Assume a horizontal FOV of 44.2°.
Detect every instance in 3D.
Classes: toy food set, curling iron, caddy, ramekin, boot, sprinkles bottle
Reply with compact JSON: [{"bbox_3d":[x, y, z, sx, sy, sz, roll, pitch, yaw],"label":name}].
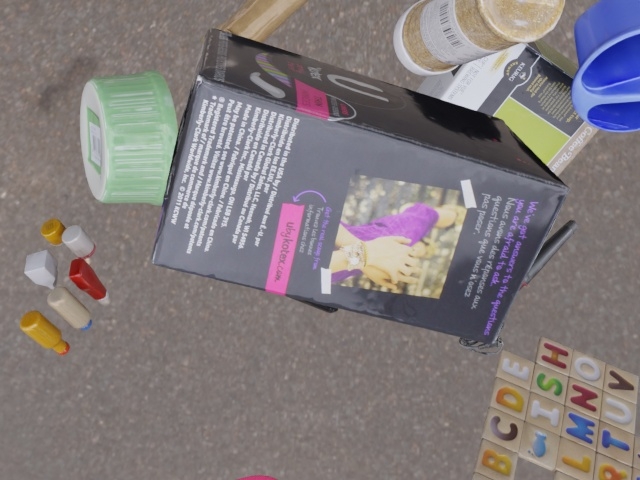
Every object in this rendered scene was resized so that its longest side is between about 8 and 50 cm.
[{"bbox_3d":[-0.438,0.075,1.374,0.111,0.232,0.104,-16,140,9],"label":"toy food set"},{"bbox_3d":[0.310,0.071,1.207,0.068,0.274,0.035,30,159,38],"label":"curling iron"},{"bbox_3d":[0.616,-0.321,1.411,0.341,0.179,0.241,-14,139,16],"label":"caddy"},{"bbox_3d":[-0.428,-0.222,1.736,0.148,0.303,0.303,-7,131,-27],"label":"ramekin"},{"bbox_3d":[-0.097,-0.395,1.441,0.269,0.236,0.089,-37,140,20],"label":"boot"},{"bbox_3d":[0.213,-0.317,1.136,0.121,0.355,0.121,-1,95,-12],"label":"sprinkles bottle"}]

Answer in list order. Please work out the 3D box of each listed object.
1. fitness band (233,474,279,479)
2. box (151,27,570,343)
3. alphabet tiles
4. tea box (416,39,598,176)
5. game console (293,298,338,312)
[{"bbox_3d":[-0.162,0.593,1.594,0.290,0.209,0.054,-24,139,23],"label":"fitness band"},{"bbox_3d":[0.021,-0.045,0.614,0.270,0.165,0.143,15,114,-13],"label":"box"},{"bbox_3d":[0.265,0.212,0.814,0.198,0.237,0.009,22,139,4],"label":"alphabet tiles"},{"bbox_3d":[0.389,-0.276,1.713,0.323,0.220,0.329,31,117,-14],"label":"tea box"},{"bbox_3d":[0.000,0.000,0.751,0.071,0.107,0.122,-22,151,28],"label":"game console"}]
